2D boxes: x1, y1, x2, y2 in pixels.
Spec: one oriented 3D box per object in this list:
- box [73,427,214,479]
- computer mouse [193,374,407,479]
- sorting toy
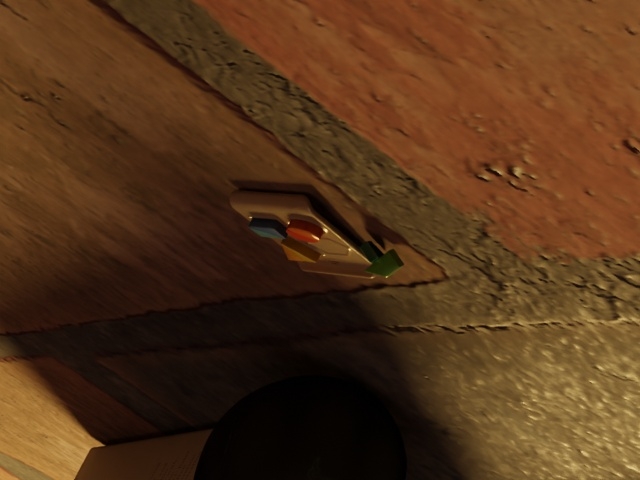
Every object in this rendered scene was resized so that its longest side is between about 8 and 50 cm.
[{"bbox_3d":[-0.061,0.261,1.399,0.215,0.168,0.345,34,159,-16],"label":"box"},{"bbox_3d":[-0.028,0.207,1.133,0.188,0.272,0.072,16,-156,-9],"label":"computer mouse"},{"bbox_3d":[0.000,0.000,0.922,0.083,0.012,0.062,6,150,47],"label":"sorting toy"}]
